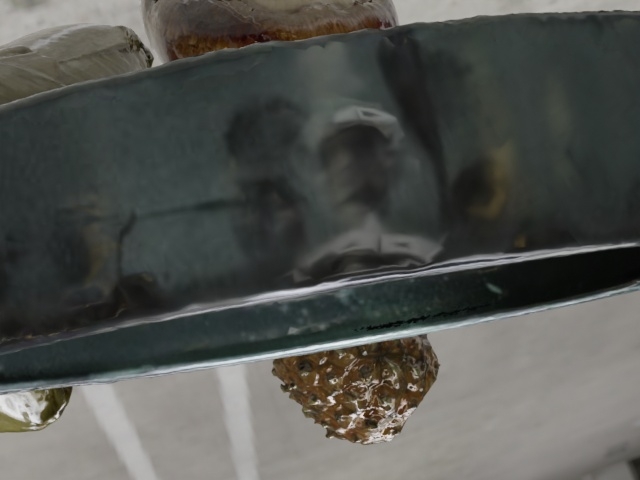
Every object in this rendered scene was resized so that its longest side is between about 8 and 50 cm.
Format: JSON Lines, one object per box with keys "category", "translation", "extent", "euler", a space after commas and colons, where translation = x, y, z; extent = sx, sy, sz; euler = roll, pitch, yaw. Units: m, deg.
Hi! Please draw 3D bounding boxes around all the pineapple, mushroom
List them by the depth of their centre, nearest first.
{"category": "mushroom", "translation": [-0.060, -0.215, 1.453], "extent": [0.278, 0.297, 0.163], "euler": [20, 113, -23]}
{"category": "pineapple", "translation": [-0.009, 0.072, 1.485], "extent": [0.158, 0.278, 0.158], "euler": [-35, -157, 17]}

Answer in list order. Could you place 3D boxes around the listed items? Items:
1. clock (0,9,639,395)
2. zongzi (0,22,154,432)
{"category": "clock", "translation": [0.000, -0.001, 0.507], "extent": [0.319, 0.066, 0.319], "euler": [-10, 173, -1]}
{"category": "zongzi", "translation": [-0.213, -0.079, 0.767], "extent": [0.145, 0.273, 0.300], "euler": [-16, 127, 31]}
